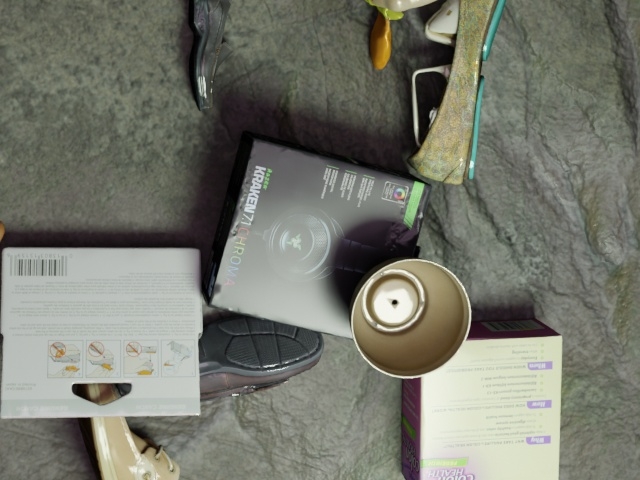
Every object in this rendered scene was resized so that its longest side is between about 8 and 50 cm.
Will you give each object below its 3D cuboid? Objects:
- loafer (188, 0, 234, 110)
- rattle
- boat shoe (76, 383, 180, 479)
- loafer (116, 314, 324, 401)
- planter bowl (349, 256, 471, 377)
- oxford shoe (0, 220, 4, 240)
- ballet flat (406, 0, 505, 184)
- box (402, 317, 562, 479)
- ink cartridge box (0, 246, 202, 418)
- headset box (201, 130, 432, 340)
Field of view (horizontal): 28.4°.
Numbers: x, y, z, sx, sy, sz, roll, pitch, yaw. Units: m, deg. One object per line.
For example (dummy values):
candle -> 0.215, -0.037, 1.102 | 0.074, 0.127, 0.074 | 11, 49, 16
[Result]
loafer -> -0.150, -0.265, 1.759 | 0.061, 0.062, 0.170 | -1, 101, -15
rattle -> 0.159, -0.344, 1.794 | 0.200, 0.130, 0.142 | -32, 115, -28
boat shoe -> -0.262, 0.335, 1.818 | 0.110, 0.122, 0.341 | -20, 114, -16
loafer -> -0.146, 0.180, 1.830 | 0.303, 0.109, 0.095 | -8, 140, -8
planter bowl -> 0.110, 0.093, 1.707 | 0.162, 0.109, 0.162 | -2, 102, -10
oxford shoe -> -0.485, 0.060, 1.758 | 0.076, 0.076, 0.212 | 24, 101, -33
ballet flat -> 0.192, -0.255, 1.798 | 0.123, 0.123, 0.348 | 9, 98, -11
box -> 0.238, 0.248, 1.887 | 0.214, 0.117, 0.242 | -2, 99, -10
ink cartridge box -> -0.302, 0.129, 1.751 | 0.275, 0.060, 0.238 | 1, 75, -10
headset box -> 0.000, 0.000, 1.794 | 0.283, 0.131, 0.246 | 15, 97, -13
